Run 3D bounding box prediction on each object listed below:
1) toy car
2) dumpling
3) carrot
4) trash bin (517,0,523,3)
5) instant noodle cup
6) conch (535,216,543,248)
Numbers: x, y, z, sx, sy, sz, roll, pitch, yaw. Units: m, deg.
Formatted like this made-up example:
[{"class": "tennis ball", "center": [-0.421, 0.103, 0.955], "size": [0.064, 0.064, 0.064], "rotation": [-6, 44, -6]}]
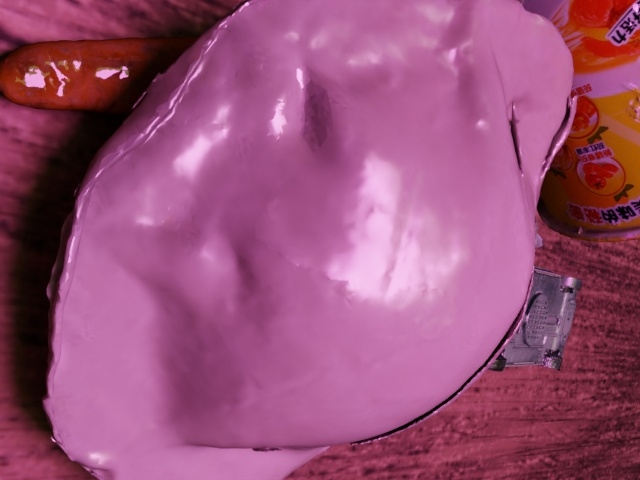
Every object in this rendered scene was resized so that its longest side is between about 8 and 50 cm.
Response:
[{"class": "toy car", "center": [0.163, 0.063, 0.695], "size": [0.224, 0.076, 0.090], "rotation": [12, 91, -53]}, {"class": "dumpling", "center": [0.003, -0.002, 0.442], "size": [0.341, 0.181, 0.260], "rotation": [-34, 133, 15]}, {"class": "carrot", "center": [-0.080, -0.093, 0.447], "size": [0.210, 0.061, 0.061], "rotation": [-10, 106, -38]}, {"class": "trash bin", "center": [0.022, -0.232, 0.470], "size": [0.240, 0.122, 0.164], "rotation": [25, 80, -42]}, {"class": "instant noodle cup", "center": [0.234, -0.155, 0.597], "size": [0.200, 0.264, 0.264], "rotation": [50, 63, -22]}, {"class": "conch", "center": [0.165, -0.019, 0.695], "size": [0.085, 0.057, 0.076], "rotation": [43, 47, -61]}]
